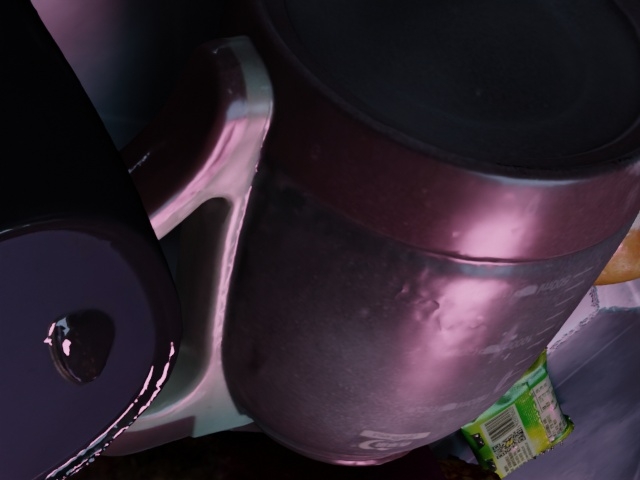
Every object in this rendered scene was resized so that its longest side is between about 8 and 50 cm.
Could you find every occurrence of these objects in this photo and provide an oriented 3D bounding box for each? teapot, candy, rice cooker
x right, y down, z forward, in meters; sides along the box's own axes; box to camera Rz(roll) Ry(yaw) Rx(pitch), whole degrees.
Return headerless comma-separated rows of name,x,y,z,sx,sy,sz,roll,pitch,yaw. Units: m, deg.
teapot,0.000,0.000,0.980,0.315,0.233,0.312,-10,140,-29
candy,0.164,0.151,1.595,0.102,0.032,0.178,-38,150,-4
rice cooker,-0.204,-0.002,0.774,0.267,0.224,0.267,-28,152,-17

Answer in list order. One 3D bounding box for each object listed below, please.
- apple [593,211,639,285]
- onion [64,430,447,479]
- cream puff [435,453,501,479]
apple,0.169,-0.061,1.141,0.182,0.182,0.155,-25,140,-19
onion,-0.073,0.258,1.193,0.348,0.347,0.385,-28,147,-14
cream puff,0.087,0.236,1.583,0.149,0.084,0.149,-30,150,-19
